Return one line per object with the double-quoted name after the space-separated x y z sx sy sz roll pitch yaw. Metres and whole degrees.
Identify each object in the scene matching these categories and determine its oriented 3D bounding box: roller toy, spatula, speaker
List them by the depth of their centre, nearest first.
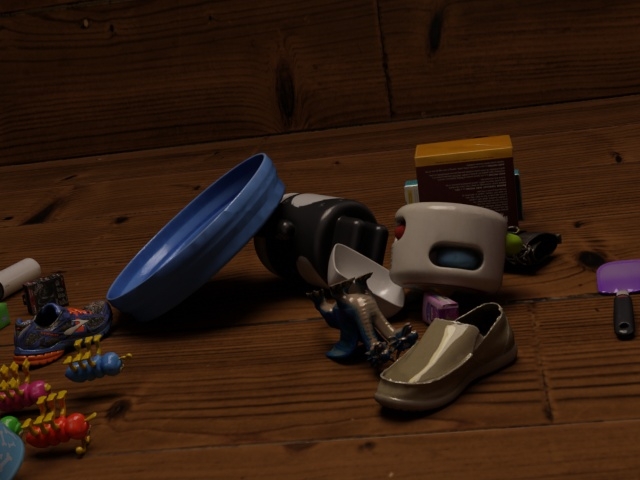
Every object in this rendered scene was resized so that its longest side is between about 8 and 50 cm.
0.476 0.090 1.768 0.084 0.030 0.296 -5 15 16 "spatula"
0.210 0.023 1.870 0.209 0.146 0.191 0 -11 41 "roller toy"
-0.644 0.081 2.348 0.055 0.055 0.136 -2 16 21 "speaker"

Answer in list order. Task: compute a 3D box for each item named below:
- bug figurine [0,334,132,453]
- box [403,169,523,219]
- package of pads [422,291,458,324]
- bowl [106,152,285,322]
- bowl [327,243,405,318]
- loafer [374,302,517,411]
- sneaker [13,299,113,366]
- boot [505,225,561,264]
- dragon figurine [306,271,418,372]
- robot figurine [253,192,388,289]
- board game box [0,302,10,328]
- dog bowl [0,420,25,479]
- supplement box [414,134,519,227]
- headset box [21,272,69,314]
-0.394 0.233 1.610 0.216 0.072 0.279 -12 19 9 "bug figurine"
0.305 -0.087 2.391 0.244 0.100 0.060 -5 14 9 "box"
0.190 0.114 1.786 0.032 0.050 0.083 -6 13 -18 "package of pads"
-0.222 -0.001 2.046 0.391 0.077 0.391 -39 13 11 "bowl"
0.071 0.076 1.895 0.142 0.053 0.142 28 20 -9 "bowl"
0.171 0.157 1.555 0.102 0.092 0.268 6 20 43 "loafer"
-0.441 0.144 1.939 0.083 0.087 0.221 2 18 30 "sneaker"
0.289 0.013 2.043 0.229 0.091 0.263 6 19 41 "boot"
0.048 0.133 1.723 0.085 0.144 0.289 -17 -2 -26 "dragon figurine"
-0.001 -0.003 2.083 0.278 0.209 0.173 10 49 49 "robot figurine"
-0.772 0.174 2.086 0.317 0.046 0.213 -3 16 19 "board game box"
-0.514 0.268 1.435 0.297 0.074 0.166 3 38 37 "dog bowl"
0.293 -0.095 2.239 0.191 0.194 0.129 -6 15 8 "supplement box"
-0.539 0.106 2.186 0.083 0.062 0.032 -17 17 -30 "headset box"
